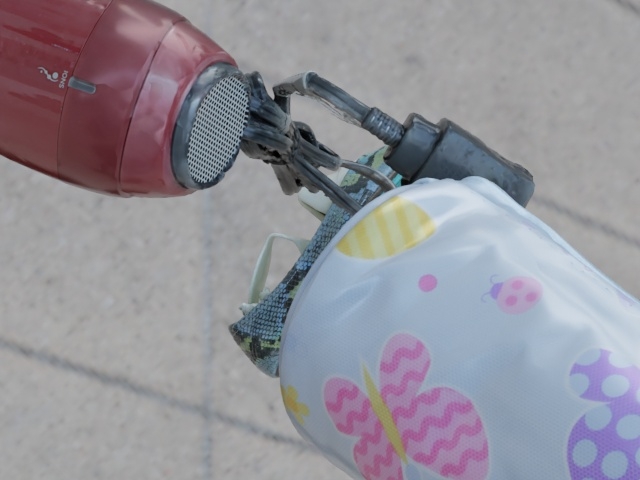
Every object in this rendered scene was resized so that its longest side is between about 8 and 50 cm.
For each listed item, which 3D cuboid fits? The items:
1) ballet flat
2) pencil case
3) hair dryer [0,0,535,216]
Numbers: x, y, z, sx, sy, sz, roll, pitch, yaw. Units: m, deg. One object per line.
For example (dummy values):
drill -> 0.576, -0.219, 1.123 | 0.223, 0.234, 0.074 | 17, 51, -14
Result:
ballet flat -> 0.000, 0.000, 1.171 | 0.070, 0.188, 0.070 | 32, 7, -4
pencil case -> 0.108, 0.078, 0.608 | 0.113, 0.124, 0.273 | -5, 27, -45
hair dryer -> -0.074, -0.047, 0.770 | 0.293, 0.223, 0.080 | 22, 84, -17
